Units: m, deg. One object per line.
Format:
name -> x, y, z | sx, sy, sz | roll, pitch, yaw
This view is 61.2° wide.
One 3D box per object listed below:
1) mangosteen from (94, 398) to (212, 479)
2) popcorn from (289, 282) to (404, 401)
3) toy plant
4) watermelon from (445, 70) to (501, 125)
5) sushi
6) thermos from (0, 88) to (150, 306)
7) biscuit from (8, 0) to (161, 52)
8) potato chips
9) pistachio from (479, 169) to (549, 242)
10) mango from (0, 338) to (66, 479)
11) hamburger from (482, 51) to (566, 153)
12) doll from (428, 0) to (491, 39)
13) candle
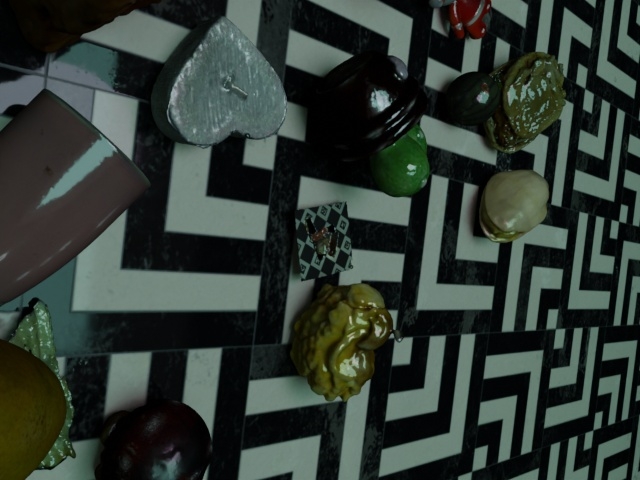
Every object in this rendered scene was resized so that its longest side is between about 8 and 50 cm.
mangosteen -> -0.217, 0.275, 0.690 | 0.152, 0.152, 0.153 | -5, 98, -40
popcorn -> 0.031, 0.151, 0.881 | 0.140, 0.163, 0.194 | 12, 119, -22
toy plant -> 0.098, -0.177, 0.874 | 0.235, 0.175, 0.218 | 54, 20, -26
watermelon -> 0.312, -0.291, 1.079 | 0.133, 0.105, 0.105 | -45, 123, -3
sushi -> 0.000, 0.000, 0.908 | 0.126, 0.026, 0.120 | -12, 100, -43
thermos -> -0.327, -0.021, 0.553 | 0.265, 0.146, 0.176 | -49, 149, -14
biscuit -> -0.134, -0.367, 0.554 | 0.395, 0.342, 0.166 | -47, 119, -29
potato chips -> -0.343, 0.178, 0.635 | 0.092, 0.028, 0.208 | -15, 106, -40
pistachio -> 0.419, -0.078, 1.200 | 0.200, 0.117, 0.145 | -39, 80, -22
mango -> -0.342, 0.159, 0.458 | 0.211, 0.317, 0.173 | -10, 74, -2
hamburger -> 0.432, -0.305, 1.190 | 0.206, 0.130, 0.183 | -35, 116, -11
doll -> 0.256, -0.481, 1.038 | 0.245, 0.076, 0.142 | 15, 84, -44
candle -> -0.138, -0.215, 0.739 | 0.192, 0.068, 0.169 | -14, 107, -40
